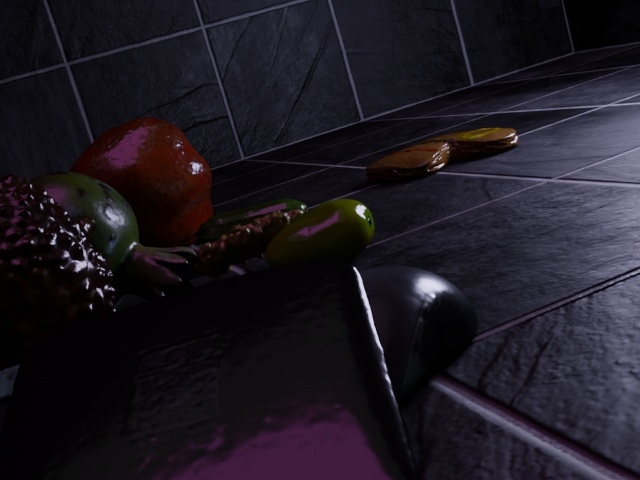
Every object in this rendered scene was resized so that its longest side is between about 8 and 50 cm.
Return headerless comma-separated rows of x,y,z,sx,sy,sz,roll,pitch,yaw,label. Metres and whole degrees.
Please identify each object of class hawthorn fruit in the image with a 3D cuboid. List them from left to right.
-0.371,-0.073,1.691,0.330,0.287,0.287,-34,18,-26,hawthorn fruit

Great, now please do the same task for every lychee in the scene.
-0.389,0.057,1.071,0.276,0.275,0.304,-3,33,48,lychee

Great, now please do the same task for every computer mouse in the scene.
0.021,0.097,0.776,0.167,0.090,0.379,-11,14,28,computer mouse

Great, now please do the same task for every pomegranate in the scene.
-0.341,0.011,1.308,0.306,0.242,0.242,-5,15,23,pomegranate

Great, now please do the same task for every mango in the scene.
0.004,0.001,1.274,0.163,0.089,0.117,-34,23,-20,mango

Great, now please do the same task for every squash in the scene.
-0.127,-0.028,1.608,0.219,0.068,0.077,-12,28,19,squash

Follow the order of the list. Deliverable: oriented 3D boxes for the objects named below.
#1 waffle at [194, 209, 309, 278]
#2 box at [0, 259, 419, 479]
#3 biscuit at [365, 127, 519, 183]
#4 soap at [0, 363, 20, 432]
-0.111,0.006,1.363,0.161,0.046,0.192,-10,-17,-45,waffle
-0.089,0.135,0.626,0.290,0.073,0.289,-16,31,2,box
0.256,-0.188,1.878,0.277,0.052,0.262,-23,13,-30,biscuit
-0.274,0.167,0.838,0.230,0.091,0.145,-21,13,-17,soap
